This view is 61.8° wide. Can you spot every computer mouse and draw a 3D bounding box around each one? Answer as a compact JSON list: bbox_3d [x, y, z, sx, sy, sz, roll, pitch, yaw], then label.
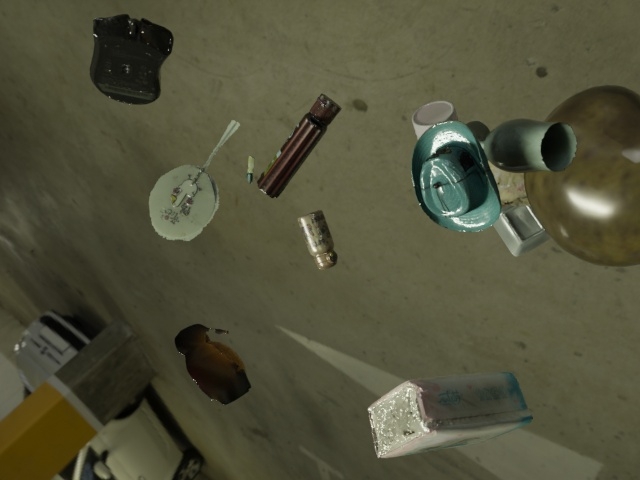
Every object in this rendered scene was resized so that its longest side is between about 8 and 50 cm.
[{"bbox_3d":[-0.384,-0.374,1.077,0.147,0.088,0.264,6,163,-25],"label":"computer mouse"}]

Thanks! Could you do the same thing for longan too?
[{"bbox_3d":[0.649,-0.135,1.180,0.404,0.336,0.405,42,140,49],"label":"longan"}]

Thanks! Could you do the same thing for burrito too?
[{"bbox_3d":[0.589,-0.181,1.630,0.107,0.347,0.175,-10,-93,-83],"label":"burrito"}]

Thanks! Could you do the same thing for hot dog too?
[{"bbox_3d":[-0.345,0.417,1.827,0.326,0.194,0.107,56,-175,28],"label":"hot dog"}]

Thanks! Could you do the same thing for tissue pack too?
[{"bbox_3d":[0.260,0.355,1.094,0.201,0.271,0.124,-54,42,45],"label":"tissue pack"}]

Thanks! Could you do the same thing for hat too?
[{"bbox_3d":[0.204,-0.089,0.847,0.138,0.078,0.191,-10,106,46],"label":"hat"}]

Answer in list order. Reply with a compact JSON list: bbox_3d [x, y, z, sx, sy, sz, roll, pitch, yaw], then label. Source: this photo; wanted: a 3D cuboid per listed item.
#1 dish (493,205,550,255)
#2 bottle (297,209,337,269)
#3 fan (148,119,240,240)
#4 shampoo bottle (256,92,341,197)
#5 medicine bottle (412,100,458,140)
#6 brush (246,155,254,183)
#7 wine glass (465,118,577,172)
[{"bbox_3d":[0.662,-0.080,1.794,0.234,0.154,0.064,60,-178,13],"label":"dish"},{"bbox_3d":[0.000,0.000,1.924,0.110,0.097,0.209,-19,92,56],"label":"bottle"},{"bbox_3d":[-0.370,-0.190,1.604,0.233,0.415,0.012,30,176,17],"label":"fan"},{"bbox_3d":[-0.064,-0.275,1.559,0.084,0.129,0.323,35,110,-9],"label":"shampoo bottle"},{"bbox_3d":[0.326,-0.208,1.379,0.296,0.111,0.161,62,-178,-40],"label":"medicine bottle"},{"bbox_3d":[-0.174,-0.174,1.325,0.016,0.013,0.084,29,137,14],"label":"brush"},{"bbox_3d":[0.327,-0.161,0.909,0.093,0.093,0.202,58,166,-23],"label":"wine glass"}]
